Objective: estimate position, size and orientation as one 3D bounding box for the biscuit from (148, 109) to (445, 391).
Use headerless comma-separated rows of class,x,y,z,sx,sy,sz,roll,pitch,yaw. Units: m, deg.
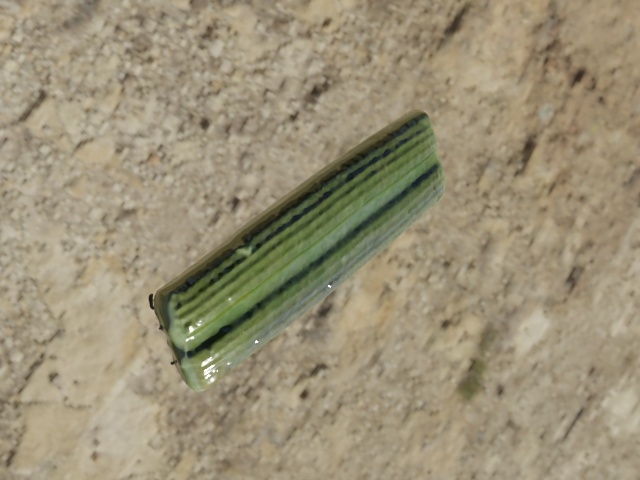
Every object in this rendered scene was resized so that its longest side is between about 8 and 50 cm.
biscuit,0.000,0.000,0.958,0.322,0.038,0.099,-36,126,-36
